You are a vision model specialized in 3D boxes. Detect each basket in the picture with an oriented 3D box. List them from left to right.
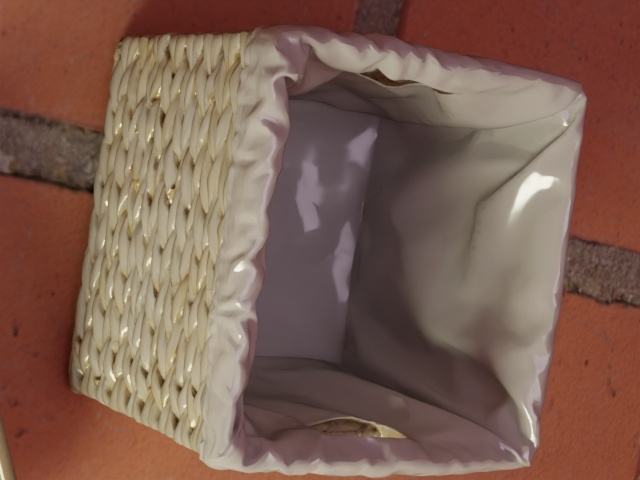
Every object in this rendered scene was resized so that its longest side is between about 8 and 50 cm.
[{"bbox_3d":[0.000,0.000,1.391,0.328,0.266,0.331,5,96,-38],"label":"basket"}]

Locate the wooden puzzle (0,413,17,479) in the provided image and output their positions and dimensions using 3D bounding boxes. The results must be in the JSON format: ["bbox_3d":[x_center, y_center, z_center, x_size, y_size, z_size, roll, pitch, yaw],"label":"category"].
[{"bbox_3d":[-0.404,0.166,1.234,0.347,0.080,0.322,-20,109,-29],"label":"wooden puzzle"}]
